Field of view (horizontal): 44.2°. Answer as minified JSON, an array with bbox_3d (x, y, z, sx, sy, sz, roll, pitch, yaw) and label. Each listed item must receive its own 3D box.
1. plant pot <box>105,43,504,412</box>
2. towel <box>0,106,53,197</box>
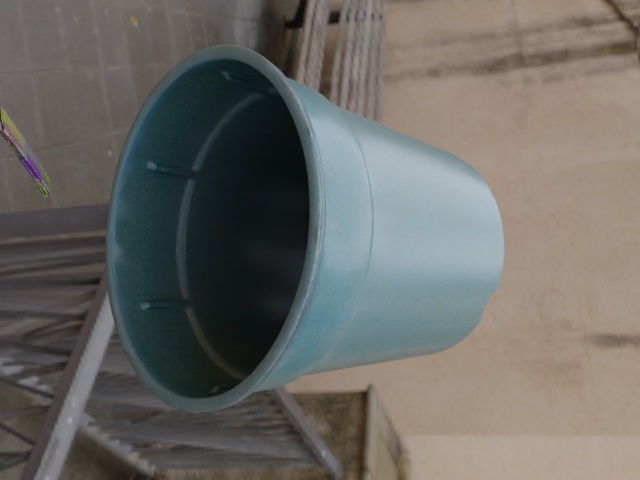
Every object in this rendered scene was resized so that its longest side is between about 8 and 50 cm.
[{"bbox_3d":[0.000,0.000,0.847,0.334,0.341,0.341,6,78,-44],"label":"plant pot"},{"bbox_3d":[-0.275,-0.082,0.728,0.060,0.009,0.083,50,-12,55],"label":"towel"}]
